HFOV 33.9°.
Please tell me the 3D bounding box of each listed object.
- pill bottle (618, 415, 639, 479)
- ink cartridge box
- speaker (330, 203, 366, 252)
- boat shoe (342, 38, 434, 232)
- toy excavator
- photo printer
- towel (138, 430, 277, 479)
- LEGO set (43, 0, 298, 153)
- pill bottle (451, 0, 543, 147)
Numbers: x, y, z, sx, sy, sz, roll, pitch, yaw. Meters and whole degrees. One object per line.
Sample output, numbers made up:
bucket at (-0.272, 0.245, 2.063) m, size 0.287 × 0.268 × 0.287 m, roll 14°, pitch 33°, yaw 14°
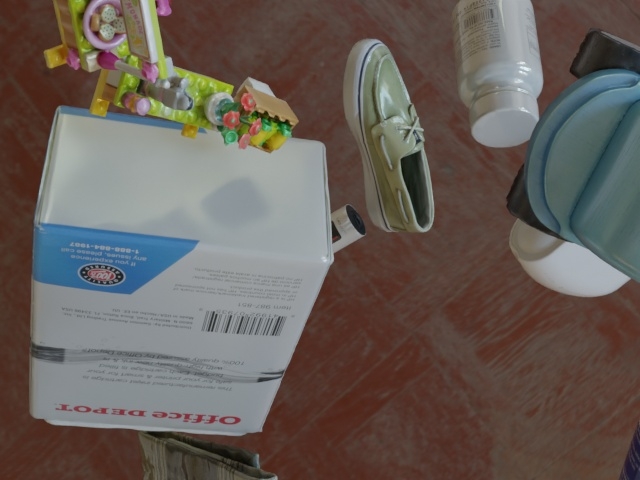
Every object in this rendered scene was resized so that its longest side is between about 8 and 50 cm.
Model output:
pill bottle at (0.446, 0.225, 1.212) m, size 0.153 × 0.153 × 0.265 m, roll 20°, pitch 120°, yaw 20°
ink cartridge box at (-0.134, 0.043, 0.920) m, size 0.223 × 0.307 × 0.129 m, roll 6°, pitch 53°, yaw -12°
speaker at (0.000, 0.000, 1.580) m, size 0.136 × 0.055 × 0.055 m, roll -30°, pitch 81°, yaw 20°
boat shoe at (0.111, -0.150, 1.542) m, size 0.094 × 0.109 × 0.302 m, roll 11°, pitch 126°, yaw 39°
toy excavator at (0.412, 0.002, 1.004) m, size 0.433 × 0.445 × 0.222 m, roll 24°, pitch 110°, yaw -3°
photo printer at (0.454, -0.036, 1.623) m, size 0.307 × 0.256 × 0.107 m, roll -43°, pitch 51°, yaw 21°
towel at (-0.103, 0.370, 1.121) m, size 0.312 × 0.056 × 0.324 m, roll 1°, pitch 97°, yaw 58°
LEGO set at (-0.088, -0.125, 0.669) m, size 0.107 × 0.287 × 0.132 m, roll 26°, pitch 65°, yaw 41°
pill bottle at (0.273, -0.264, 1.612) m, size 0.131 × 0.131 × 0.229 m, roll -13°, pitch 59°, yaw 22°
